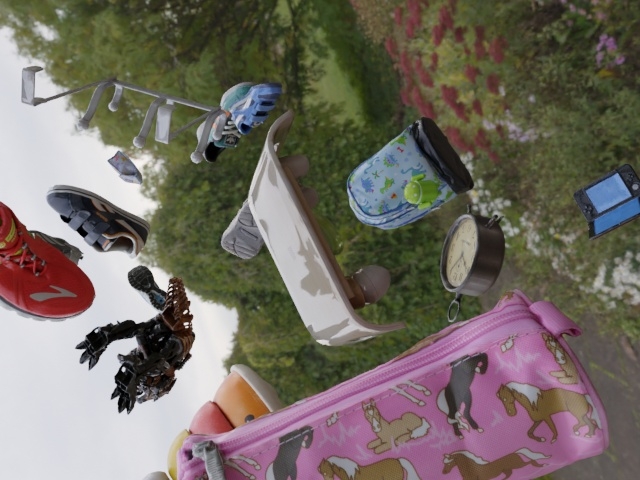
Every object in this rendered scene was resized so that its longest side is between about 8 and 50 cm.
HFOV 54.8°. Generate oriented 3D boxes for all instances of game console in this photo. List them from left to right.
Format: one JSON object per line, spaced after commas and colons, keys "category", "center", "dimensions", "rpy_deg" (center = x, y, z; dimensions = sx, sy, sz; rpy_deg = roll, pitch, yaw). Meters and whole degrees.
{"category": "game console", "center": [0.654, -0.088, 1.395], "dimensions": [0.085, 0.144, 0.124], "rpy_deg": [-9, -111, -53]}

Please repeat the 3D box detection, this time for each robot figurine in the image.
{"category": "robot figurine", "center": [0.292, -0.140, 1.785], "dimensions": [0.067, 0.115, 0.101], "rpy_deg": [147, 115, -64]}

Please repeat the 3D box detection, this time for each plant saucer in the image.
{"category": "plant saucer", "center": [-0.033, -0.030, 1.972], "dimensions": [0.241, 0.037, 0.241], "rpy_deg": [31, -152, -18]}

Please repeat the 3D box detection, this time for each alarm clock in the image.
{"category": "alarm clock", "center": [0.241, 0.043, 0.998], "dimensions": [0.129, 0.064, 0.191], "rpy_deg": [-125, 52, -74]}

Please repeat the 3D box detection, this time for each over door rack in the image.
{"category": "over door rack", "center": [-0.319, -0.209, 1.056], "dimensions": [0.324, 0.240, 0.108], "rpy_deg": [-60, -15, -77]}

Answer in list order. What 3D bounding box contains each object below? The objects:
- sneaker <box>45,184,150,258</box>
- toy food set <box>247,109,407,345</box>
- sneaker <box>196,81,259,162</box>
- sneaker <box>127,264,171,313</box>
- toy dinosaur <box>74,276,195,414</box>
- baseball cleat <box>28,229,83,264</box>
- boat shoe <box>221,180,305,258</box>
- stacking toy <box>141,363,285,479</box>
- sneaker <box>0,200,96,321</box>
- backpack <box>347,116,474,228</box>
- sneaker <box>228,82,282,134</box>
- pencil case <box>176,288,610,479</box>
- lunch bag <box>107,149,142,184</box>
{"category": "sneaker", "center": [-0.670, -0.052, 1.846], "dimensions": [0.126, 0.321, 0.127], "rpy_deg": [-37, 37, 42]}
{"category": "toy food set", "center": [0.000, 0.000, 0.849], "dimensions": [0.306, 0.093, 0.220], "rpy_deg": [64, 162, 7]}
{"category": "sneaker", "center": [-0.267, -0.348, 1.864], "dimensions": [0.302, 0.108, 0.120], "rpy_deg": [-38, 58, 40]}
{"category": "sneaker", "center": [-0.440, 0.134, 1.583], "dimensions": [0.162, 0.063, 0.073], "rpy_deg": [48, 154, 20]}
{"category": "toy dinosaur", "center": [-0.322, 0.196, 1.173], "dimensions": [0.164, 0.218, 0.321], "rpy_deg": [20, 115, 35]}
{"category": "baseball cleat", "center": [-0.622, 0.023, 1.431], "dimensions": [0.206, 0.110, 0.072], "rpy_deg": [-2, -67, -80]}
{"category": "boat shoe", "center": [-0.136, -0.071, 1.489], "dimensions": [0.123, 0.324, 0.116], "rpy_deg": [35, -129, -19]}
{"category": "stacking toy", "center": [-0.308, 0.620, 1.761], "dimensions": [0.350, 0.480, 0.350], "rpy_deg": [45, 157, 25]}
{"category": "sneaker", "center": [-0.422, 0.013, 0.823], "dimensions": [0.279, 0.107, 0.118], "rpy_deg": [41, 148, -21]}
{"category": "backpack", "center": [0.259, -0.190, 2.003], "dimensions": [0.273, 0.356, 0.290], "rpy_deg": [-9, -113, -53]}
{"category": "sneaker", "center": [-0.113, -0.243, 1.127], "dimensions": [0.144, 0.053, 0.059], "rpy_deg": [-24, 76, 51]}
{"category": "pencil case", "center": [0.059, 0.186, 0.567], "dimensions": [0.167, 0.386, 0.160], "rpy_deg": [47, -161, -70]}
{"category": "lunch bag", "center": [-0.493, -0.179, 1.571], "dimensions": [0.083, 0.053, 0.071], "rpy_deg": [41, 171, 4]}
